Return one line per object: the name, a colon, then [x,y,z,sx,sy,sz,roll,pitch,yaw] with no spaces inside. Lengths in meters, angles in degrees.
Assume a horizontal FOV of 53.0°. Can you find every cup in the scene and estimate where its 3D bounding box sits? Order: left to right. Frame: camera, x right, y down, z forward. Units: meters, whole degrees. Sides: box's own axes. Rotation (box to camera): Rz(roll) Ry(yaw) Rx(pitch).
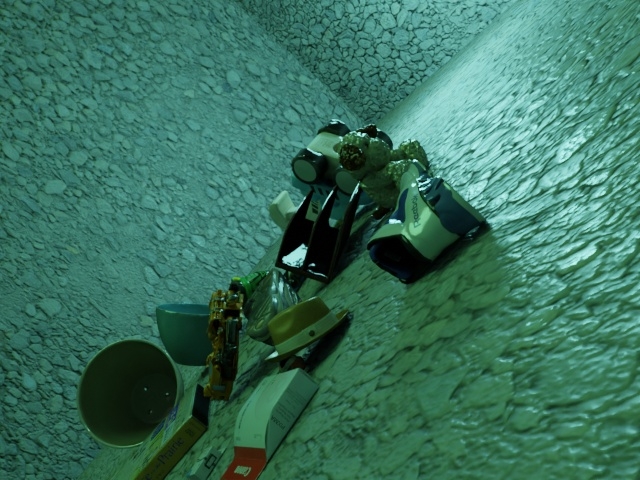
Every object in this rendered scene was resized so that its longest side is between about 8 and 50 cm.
cup: [-0.574,0.501,2.073,0.331,0.331,0.237,-49,-19,-9]

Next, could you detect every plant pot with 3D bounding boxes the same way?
plant pot: [-0.444,0.337,2.287,0.290,0.291,0.195,-168,83,-81]

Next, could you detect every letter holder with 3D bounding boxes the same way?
letter holder: [0.007,-0.060,1.751,0.302,0.152,0.214,-63,-10,-62]

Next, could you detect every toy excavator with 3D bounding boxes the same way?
toy excavator: [0.009,-0.161,2.127,0.222,0.433,0.445,-53,-28,-38]

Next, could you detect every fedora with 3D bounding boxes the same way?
fedora: [-0.039,0.165,1.270,0.194,0.079,0.194,-31,-2,-1]

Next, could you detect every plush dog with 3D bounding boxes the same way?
plush dog: [0.141,-0.191,1.667,0.210,0.225,0.262,-44,9,27]

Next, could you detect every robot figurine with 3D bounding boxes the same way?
robot figurine: [-0.239,0.247,1.584,0.211,0.085,0.290,-99,15,-55]

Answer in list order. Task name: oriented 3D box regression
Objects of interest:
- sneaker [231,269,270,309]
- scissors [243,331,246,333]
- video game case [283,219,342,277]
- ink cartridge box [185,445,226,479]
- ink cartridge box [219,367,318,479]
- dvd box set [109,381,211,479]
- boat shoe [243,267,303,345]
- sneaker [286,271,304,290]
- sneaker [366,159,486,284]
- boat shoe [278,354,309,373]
sneaker: [-0.184,0.172,2.072,0.146,0.134,0.343,-18,-7,-2]
scissors: [-0.195,0.260,2.059,0.297,0.021,0.109,-42,10,37]
video game case: [0.000,0.000,2.219,0.248,0.035,0.275,-54,10,-36]
ink cartridge box: [-0.229,0.445,1.291,0.048,0.028,0.083,-39,11,49]
ink cartridge box: [-0.117,0.336,1.122,0.232,0.066,0.189,-47,7,-28]
dvd box set: [-0.455,0.590,1.708,0.420,0.062,0.307,-48,8,-4]
boat shoe: [-0.104,0.178,1.571,0.132,0.130,0.355,-50,13,11]
sneaker: [-0.088,0.104,2.008,0.067,0.078,0.188,-22,25,43]
sneaker: [0.158,-0.031,1.136,0.182,0.127,0.315,-45,9,7]
boat shoe: [-0.062,0.249,1.284,0.049,0.043,0.137,-53,7,-17]
